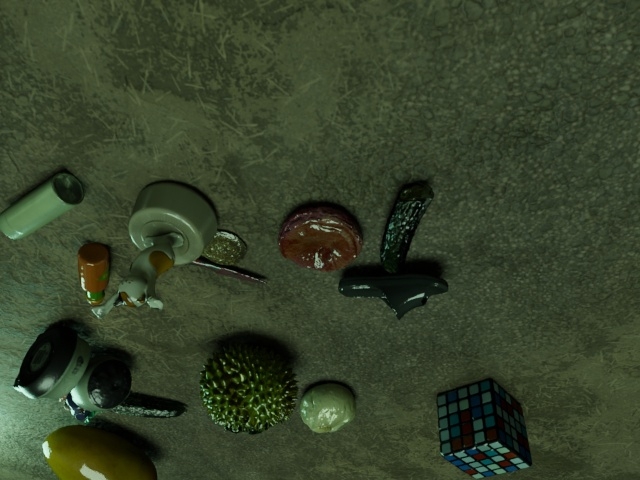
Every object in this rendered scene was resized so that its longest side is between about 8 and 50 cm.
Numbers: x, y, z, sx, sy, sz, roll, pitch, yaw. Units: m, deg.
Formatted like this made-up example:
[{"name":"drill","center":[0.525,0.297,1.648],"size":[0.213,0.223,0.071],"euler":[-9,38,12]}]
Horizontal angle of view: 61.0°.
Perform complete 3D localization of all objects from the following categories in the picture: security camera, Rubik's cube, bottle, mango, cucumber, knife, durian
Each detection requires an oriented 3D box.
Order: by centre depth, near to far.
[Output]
[{"name":"cucumber","center":[0.158,-0.014,1.083],"size":[0.067,0.067,0.245],"euler":[11,136,-3]},{"name":"bottle","center":[-0.578,-0.069,1.121],"size":[0.201,0.072,0.072],"euler":[-23,128,28]},{"name":"knife","center":[-0.241,0.065,1.245],"size":[0.247,0.018,0.035],"euler":[19,149,-9]},{"name":"bottle","center":[-0.531,0.087,1.278],"size":[0.069,0.069,0.187],"euler":[16,137,-8]},{"name":"durian","center":[-0.192,0.384,1.435],"size":[0.290,0.225,0.291],"euler":[6,172,1]},{"name":"Rubik's cube","center":[0.448,0.523,1.500],"size":[0.182,0.187,0.184],"euler":[-29,127,31]},{"name":"security camera","center":[-0.660,0.377,1.508],"size":[0.191,0.197,0.277],"euler":[-11,140,35]},{"name":"cucumber","center":[-0.573,0.529,1.731],"size":[0.293,0.068,0.068],"euler":[12,136,-5]},{"name":"mango","center":[-0.778,0.810,1.934],"size":[0.300,0.232,0.446],"euler":[-23,119,34]}]

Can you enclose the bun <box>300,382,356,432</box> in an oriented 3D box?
[{"name":"bun","center":[0.020,0.501,1.589],"size":[0.164,0.111,0.188],"euler":[29,128,-24]}]

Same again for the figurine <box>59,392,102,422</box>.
[{"name":"figurine","center":[-0.743,0.470,1.635],"size":[0.194,0.111,0.102],"euler":[28,137,7]}]

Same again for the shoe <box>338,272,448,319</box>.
[{"name":"shoe","center":[0.157,0.128,1.185],"size":[0.240,0.093,0.108],"euler":[-1,160,16]}]

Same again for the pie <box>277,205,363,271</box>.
[{"name":"pie","center":[0.000,0.000,1.128],"size":[0.182,0.050,0.182],"euler":[1,139,1]}]

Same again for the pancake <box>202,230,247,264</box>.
[{"name":"pancake","center":[-0.218,0.016,1.199],"size":[0.114,0.011,0.115],"euler":[4,136,4]}]

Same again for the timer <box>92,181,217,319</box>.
[{"name":"timer","center":[-0.317,0.034,1.043],"size":[0.175,0.266,0.175],"euler":[6,133,6]}]
